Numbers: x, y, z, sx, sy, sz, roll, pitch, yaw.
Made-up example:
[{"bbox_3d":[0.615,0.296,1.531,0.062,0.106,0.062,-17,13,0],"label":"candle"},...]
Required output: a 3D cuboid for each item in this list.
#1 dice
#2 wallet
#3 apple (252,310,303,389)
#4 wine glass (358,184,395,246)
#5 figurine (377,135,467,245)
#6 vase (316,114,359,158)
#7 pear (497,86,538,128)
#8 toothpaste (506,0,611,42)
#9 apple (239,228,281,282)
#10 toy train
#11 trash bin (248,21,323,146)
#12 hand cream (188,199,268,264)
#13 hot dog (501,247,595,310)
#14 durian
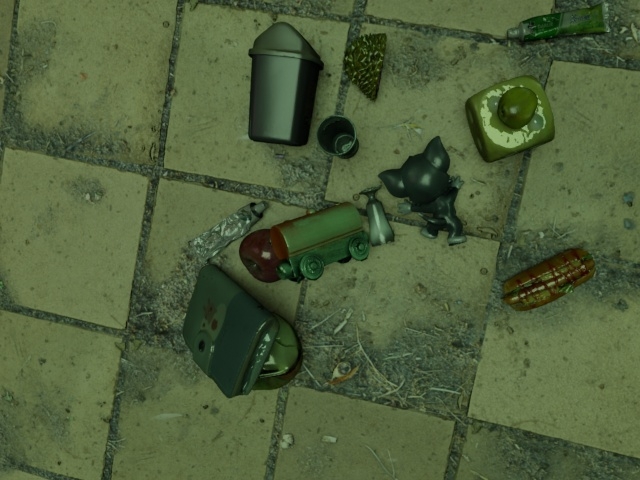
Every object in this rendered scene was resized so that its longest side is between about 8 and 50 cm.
[{"bbox_3d":[0.462,-0.295,1.329,0.166,0.169,0.169,-19,91,10],"label":"dice"},{"bbox_3d":[-0.261,0.236,1.431,0.360,0.083,0.252,30,100,48],"label":"wallet"},{"bbox_3d":[-0.146,0.299,1.464,0.207,0.174,0.188,-31,56,22],"label":"apple"},{"bbox_3d":[0.151,-0.065,1.442,0.072,0.072,0.155,-14,92,9],"label":"wine glass"},{"bbox_3d":[0.275,-0.103,1.391,0.193,0.140,0.265,-24,66,27],"label":"figurine"},{"bbox_3d":[0.052,-0.253,1.369,0.096,0.219,0.096,0,93,8],"label":"vase"},{"bbox_3d":[0.435,-0.297,1.202,0.092,0.097,0.092,14,112,37],"label":"pear"},{"bbox_3d":[0.597,-0.541,1.356,0.248,0.047,0.078,-7,95,7],"label":"toothpaste"},{"bbox_3d":[-0.140,0.039,1.457,0.153,0.153,0.120,46,59,3],"label":"apple"},{"bbox_3d":[0.000,0.000,1.397,0.285,0.116,0.177,-20,92,-30],"label":"toy train"},{"bbox_3d":[-0.094,-0.395,1.393,0.182,0.209,0.290,9,101,7],"label":"trash bin"},{"bbox_3d":[-0.252,-0.035,1.519,0.257,0.050,0.084,-36,85,13],"label":"hand cream"},{"bbox_3d":[0.584,0.108,1.388,0.250,0.076,0.104,-26,91,7],"label":"hot dog"},{"bbox_3d":[0.109,-0.461,1.397,0.108,0.119,0.186,9,97,4],"label":"durian"}]
